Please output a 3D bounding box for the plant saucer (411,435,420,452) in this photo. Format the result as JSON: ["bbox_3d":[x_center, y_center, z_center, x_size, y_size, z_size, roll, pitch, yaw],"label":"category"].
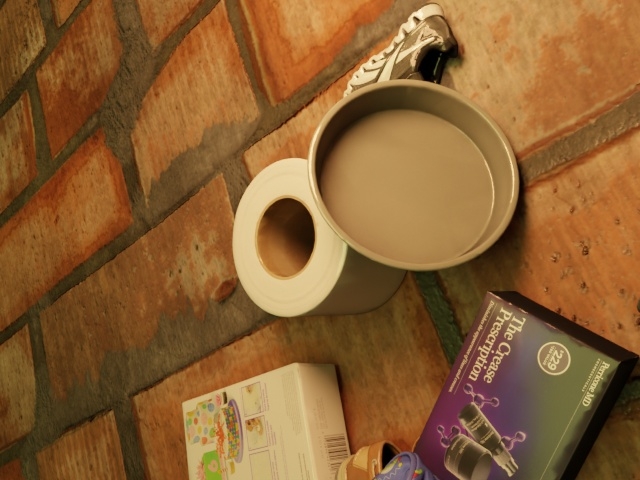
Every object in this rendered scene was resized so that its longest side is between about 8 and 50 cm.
[{"bbox_3d":[0.174,0.327,1.007,0.084,0.013,0.083,-4,84,42],"label":"plant saucer"}]

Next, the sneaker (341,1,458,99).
[{"bbox_3d":[0.123,-0.251,1.058,0.234,0.078,0.106,-45,57,27],"label":"sneaker"}]

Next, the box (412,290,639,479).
[{"bbox_3d":[0.258,0.221,0.878,0.184,0.103,0.261,29,104,33],"label":"box"}]

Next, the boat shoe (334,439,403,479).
[{"bbox_3d":[0.134,0.434,0.957,0.116,0.123,0.324,-53,57,32],"label":"boat shoe"}]

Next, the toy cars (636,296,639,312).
[{"bbox_3d":[0.466,0.135,0.727,0.176,0.087,0.393,-30,70,41],"label":"toy cars"}]

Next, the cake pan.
[{"bbox_3d":[0.126,-0.088,0.945,0.054,0.293,0.293,103,151,-68],"label":"cake pan"}]

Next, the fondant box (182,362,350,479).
[{"bbox_3d":[-0.100,0.366,1.172,0.330,0.096,0.238,-26,65,38],"label":"fondant box"}]

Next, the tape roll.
[{"bbox_3d":[0.000,0.000,1.084,0.246,0.169,0.246,-4,84,41],"label":"tape roll"}]

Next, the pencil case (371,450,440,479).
[{"bbox_3d":[0.171,0.411,0.847,0.306,0.133,0.119,46,120,1],"label":"pencil case"}]
